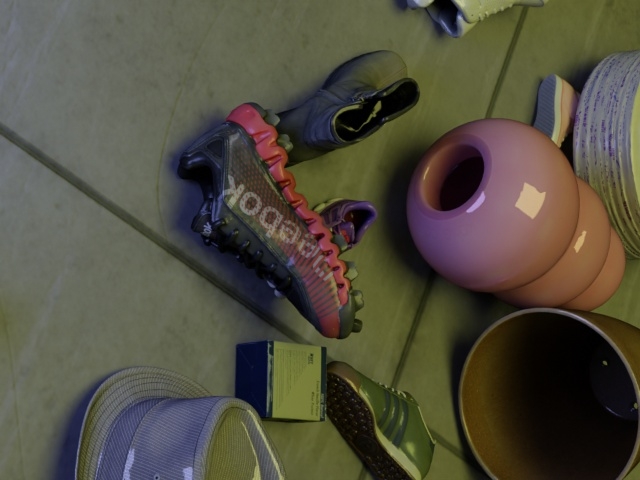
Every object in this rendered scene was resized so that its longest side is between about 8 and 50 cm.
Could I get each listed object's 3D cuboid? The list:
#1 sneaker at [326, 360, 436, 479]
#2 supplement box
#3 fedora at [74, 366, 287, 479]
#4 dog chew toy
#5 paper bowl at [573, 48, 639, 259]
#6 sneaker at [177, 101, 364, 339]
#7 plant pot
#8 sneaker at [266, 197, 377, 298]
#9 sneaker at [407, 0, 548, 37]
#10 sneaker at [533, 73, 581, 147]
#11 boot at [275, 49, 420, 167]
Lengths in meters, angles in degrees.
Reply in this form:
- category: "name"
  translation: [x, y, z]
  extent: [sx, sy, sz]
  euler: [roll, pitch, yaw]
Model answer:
- category: "sneaker"
  translation: [0.069, 0.196, 1.820]
  extent: [0.192, 0.064, 0.086]
  euler: [56, 45, -20]
- category: "supplement box"
  translation: [-0.042, 0.154, 1.727]
  extent: [0.083, 0.056, 0.083]
  euler: [9, 77, -40]
- category: "fedora"
  translation: [-0.116, 0.248, 1.572]
  extent: [0.244, 0.124, 0.275]
  euler: [25, 58, -41]
- category: "dog chew toy"
  translation: [0.254, -0.011, 1.927]
  extent: [0.332, 0.207, 0.206]
  euler: [30, 64, -43]
- category: "paper bowl"
  translation: [0.465, -0.117, 2.124]
  extent: [0.284, 0.148, 0.284]
  euler: [3, 86, -50]
- category: "sneaker"
  translation: [-0.059, -0.006, 1.685]
  extent: [0.135, 0.097, 0.276]
  euler: [-26, 81, -20]
- category: "plant pot"
  translation: [0.334, 0.183, 1.962]
  extent: [0.254, 0.237, 0.237]
  euler: [-10, 90, -55]
- category: "sneaker"
  translation: [0.000, 0.000, 1.780]
  extent: [0.170, 0.071, 0.068]
  euler: [-44, 111, -36]
- category: "sneaker"
  translation: [0.189, -0.305, 1.995]
  extent: [0.232, 0.090, 0.115]
  euler: [7, 85, -31]
- category: "sneaker"
  translation: [0.315, -0.147, 2.091]
  extent: [0.070, 0.051, 0.134]
  euler: [28, 62, -29]
- category: "boot"
  translation: [0.058, -0.152, 1.793]
  extent: [0.246, 0.161, 0.083]
  euler: [-37, 108, -38]
